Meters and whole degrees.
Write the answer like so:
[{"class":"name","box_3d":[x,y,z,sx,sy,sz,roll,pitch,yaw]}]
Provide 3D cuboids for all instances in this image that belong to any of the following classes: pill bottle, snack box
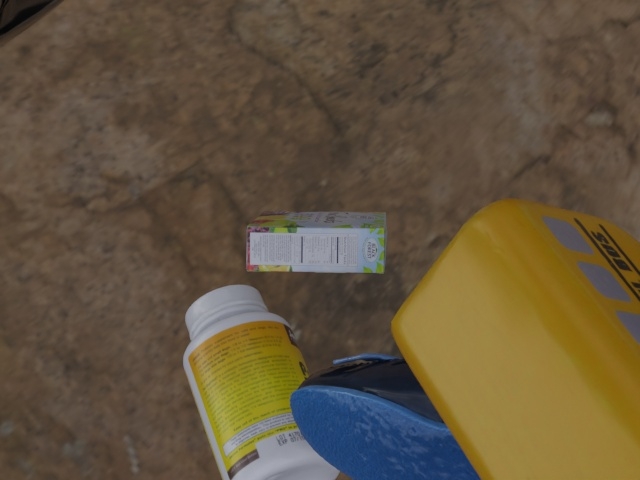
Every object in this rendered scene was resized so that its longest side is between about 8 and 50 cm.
[{"class":"pill bottle","box_3d":[-0.065,0.153,1.538,0.117,0.117,0.215,-36,57,22]},{"class":"snack box","box_3d":[0.000,0.000,1.162,0.100,0.141,0.037,2,96,2]}]

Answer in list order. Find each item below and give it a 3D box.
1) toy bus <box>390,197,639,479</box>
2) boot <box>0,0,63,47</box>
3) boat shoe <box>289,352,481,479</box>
[{"class":"toy bus","box_3d":[0.171,0.131,0.692,0.108,0.130,0.333,-53,48,25]},{"class":"boot","box_3d":[-0.139,-0.160,0.610,0.284,0.377,0.138,-43,111,0]},{"class":"boat shoe","box_3d":[0.101,0.115,0.955,0.258,0.089,0.109,9,131,36]}]
